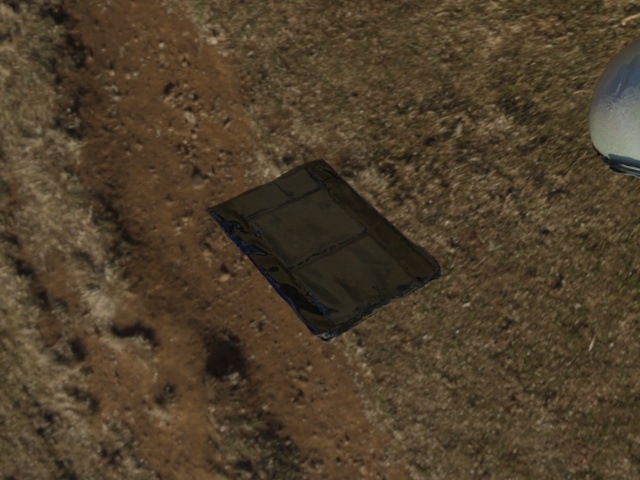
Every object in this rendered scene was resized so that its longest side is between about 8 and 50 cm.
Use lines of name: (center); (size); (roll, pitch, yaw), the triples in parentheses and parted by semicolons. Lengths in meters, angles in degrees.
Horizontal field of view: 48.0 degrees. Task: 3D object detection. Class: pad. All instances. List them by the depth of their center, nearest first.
pad: (0.000, 0.000, 0.804); (0.233, 0.174, 0.022); (44, 148, 32)

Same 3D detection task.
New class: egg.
egg: (0.520, -0.215, 1.001); (0.264, 0.286, 0.174); (-133, 27, -55)
